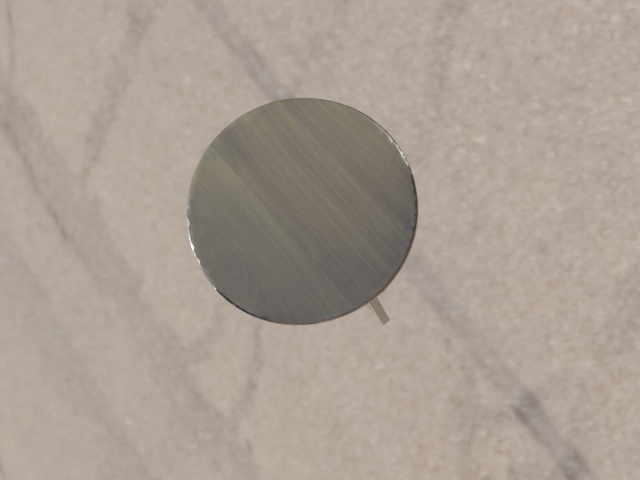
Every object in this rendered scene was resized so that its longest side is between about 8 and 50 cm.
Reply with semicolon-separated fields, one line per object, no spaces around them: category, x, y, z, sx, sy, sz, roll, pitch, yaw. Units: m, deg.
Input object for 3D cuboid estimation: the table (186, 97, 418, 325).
table;0.000;0.000;1.072;0.226;0.167;0.167;57;-171;-76
